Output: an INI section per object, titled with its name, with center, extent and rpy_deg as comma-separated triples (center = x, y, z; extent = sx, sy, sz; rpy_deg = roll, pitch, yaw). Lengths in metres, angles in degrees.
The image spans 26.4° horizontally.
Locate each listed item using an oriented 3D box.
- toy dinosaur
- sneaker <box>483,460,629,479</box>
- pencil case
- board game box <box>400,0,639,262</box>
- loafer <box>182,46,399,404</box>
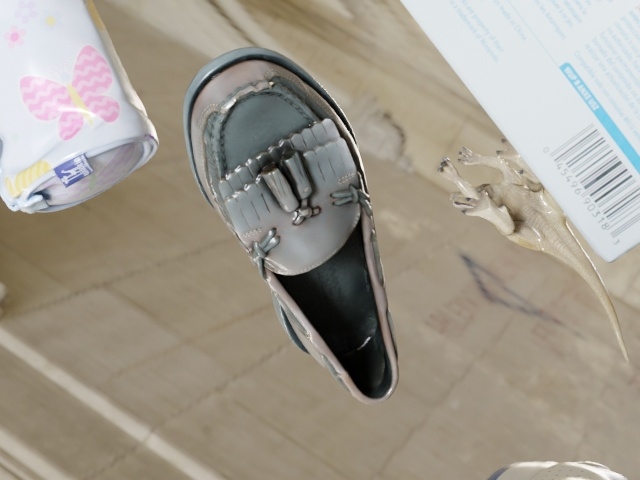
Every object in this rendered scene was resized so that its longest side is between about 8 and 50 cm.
[toy dinosaur]
center = 0.123, -0.012, 0.775
extent = 0.053, 0.183, 0.092
rpy_deg = -47, -54, 4
[sneaker]
center = 0.134, 0.177, 0.615
extent = 0.315, 0.182, 0.127
rpy_deg = 6, -96, -63
[pencil case]
center = -0.228, -0.156, 1.027
extent = 0.124, 0.273, 0.113
rpy_deg = -27, -9, 8
[board game box]
center = 0.160, -0.174, 0.507
extent = 0.303, 0.224, 0.097
rpy_deg = -36, 11, 13
[loafer]
center = 0.000, 0.000, 0.808
extent = 0.096, 0.084, 0.267
rpy_deg = -29, -41, -5
